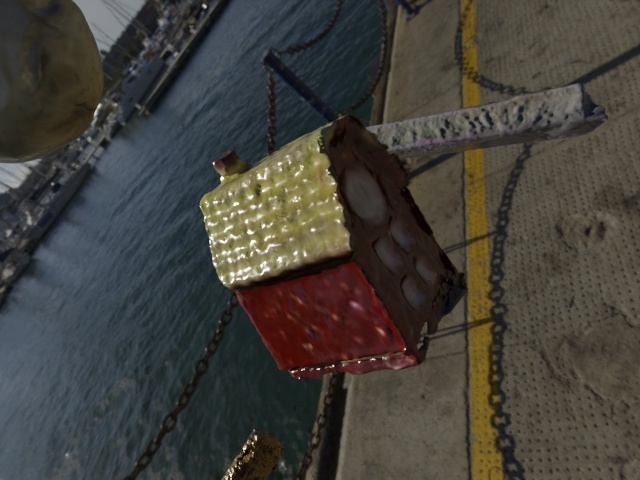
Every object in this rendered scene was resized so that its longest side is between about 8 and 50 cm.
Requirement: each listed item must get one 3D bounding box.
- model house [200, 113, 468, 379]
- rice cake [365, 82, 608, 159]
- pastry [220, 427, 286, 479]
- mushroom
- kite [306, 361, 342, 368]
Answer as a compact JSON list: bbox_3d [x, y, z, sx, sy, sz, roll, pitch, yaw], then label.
[{"bbox_3d":[0.000,0.000,0.482,0.196,0.254,0.160,-20,21,41],"label":"model house"},{"bbox_3d":[0.207,-0.170,0.710,0.398,0.070,0.064,-3,82,30],"label":"rice cake"},{"bbox_3d":[-0.114,0.360,0.705,0.056,0.080,0.140,22,69,38],"label":"pastry"},{"bbox_3d":[-0.524,-0.302,0.743,0.315,0.315,0.356,-48,57,9],"label":"mushroom"},{"bbox_3d":[-0.002,0.297,1.217,0.183,0.241,0.014,-26,38,15],"label":"kite"}]
